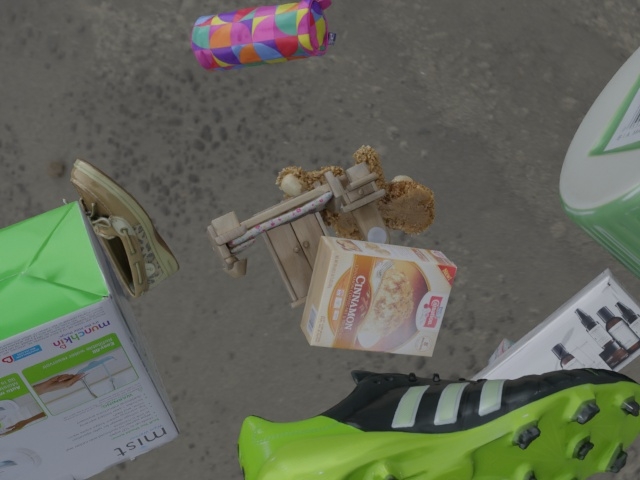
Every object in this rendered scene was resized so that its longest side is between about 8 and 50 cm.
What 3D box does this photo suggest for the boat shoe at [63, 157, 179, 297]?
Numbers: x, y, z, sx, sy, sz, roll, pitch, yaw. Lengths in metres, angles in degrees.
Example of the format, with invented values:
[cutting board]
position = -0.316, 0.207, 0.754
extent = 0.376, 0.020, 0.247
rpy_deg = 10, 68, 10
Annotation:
[boat shoe]
position = -0.311, -0.011, 1.415
extent = 0.089, 0.285, 0.104
rpy_deg = -45, 50, -15

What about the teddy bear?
[teddy bear]
position = 0.071, -0.091, 1.926
extent = 0.338, 0.113, 0.245
rpy_deg = -11, 124, 14

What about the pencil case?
[pencil case]
position = -0.096, -0.341, 1.521
extent = 0.236, 0.104, 0.104
rpy_deg = -3, 87, 23

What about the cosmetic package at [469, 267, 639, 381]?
[cosmetic package]
position = 0.295, 0.149, 1.132
extent = 0.239, 0.060, 0.099
rpy_deg = -44, 83, 17

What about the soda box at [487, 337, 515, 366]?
[soda box]
position = 0.396, 0.254, 1.659
extent = 0.183, 0.058, 0.063
rpy_deg = 29, 116, 0

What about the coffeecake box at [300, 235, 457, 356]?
[coffeecake box]
position = 0.080, 0.080, 1.289
extent = 0.068, 0.185, 0.142
rpy_deg = -125, 45, -65

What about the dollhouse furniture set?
[dollhouse furniture set]
position = 0.000, 0.000, 1.396
extent = 0.303, 0.355, 0.174
rpy_deg = -26, 90, -7

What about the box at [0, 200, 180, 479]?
[box]
position = -0.285, 0.126, 0.805
extent = 0.262, 0.231, 0.127
rpy_deg = -22, 51, -8

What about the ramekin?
[ramekin]
position = 0.357, -0.092, 0.823
extent = 0.148, 0.303, 0.303
rpy_deg = 34, 108, -10

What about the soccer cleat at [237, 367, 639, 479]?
[soccer cleat]
position = 0.053, 0.076, 0.373
extent = 0.072, 0.179, 0.060
rpy_deg = -133, 41, -53
